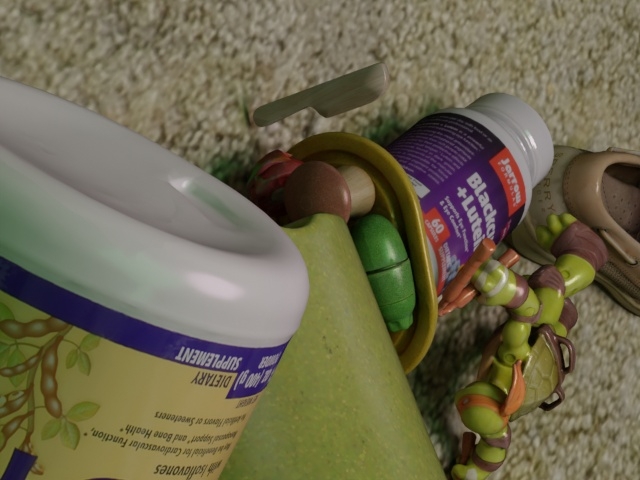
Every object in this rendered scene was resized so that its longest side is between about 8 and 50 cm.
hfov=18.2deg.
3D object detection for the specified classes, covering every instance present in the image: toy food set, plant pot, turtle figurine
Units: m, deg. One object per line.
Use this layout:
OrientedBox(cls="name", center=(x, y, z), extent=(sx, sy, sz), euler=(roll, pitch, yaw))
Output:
OrientedBox(cls="toy food set", center=(0.000, 0.000, 1.342), extent=(0.071, 0.128, 0.218), euler=(-19, 99, -55))
OrientedBox(cls="plant pot", center=(-0.044, 0.125, 1.227), extent=(0.276, 0.276, 0.254), euler=(-7, 80, -46))
OrientedBox(cls="turtle figurine", center=(0.150, 0.072, 1.469), extent=(0.217, 0.087, 0.269), euler=(-53, 151, -48))

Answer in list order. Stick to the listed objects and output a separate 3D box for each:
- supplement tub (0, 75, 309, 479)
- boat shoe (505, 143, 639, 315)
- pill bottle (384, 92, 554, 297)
OrientedBox(cls="supplement tub", center=(-0.177, 0.104, 1.007), extent=(0.241, 0.241, 0.331), euler=(16, 106, -44))
OrientedBox(cls="boat shoe", center=(0.291, -0.002, 1.655), extent=(0.341, 0.110, 0.122), euler=(13, 77, -44))
OrientedBox(cls="pill bottle", center=(0.087, -0.031, 1.452), extent=(0.193, 0.108, 0.108), euler=(-39, 114, -40))
